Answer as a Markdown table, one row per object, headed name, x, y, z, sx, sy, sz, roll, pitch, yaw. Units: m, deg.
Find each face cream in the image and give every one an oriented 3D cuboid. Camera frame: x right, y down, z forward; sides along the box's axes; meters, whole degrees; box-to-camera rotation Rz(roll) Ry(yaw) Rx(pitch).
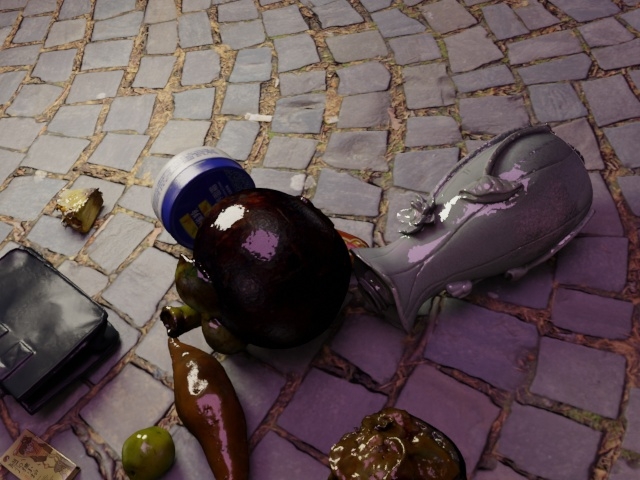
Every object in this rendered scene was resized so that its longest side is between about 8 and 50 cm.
| name | x | y | z | sx | sy | sz | roll | pitch | yaw |
| --- | --- | --- | --- | --- | --- | --- | --- | --- | --- |
| face cream | -0.246 | -0.090 | 1.396 | 0.206 | 0.206 | 0.111 | -36 | 49 | -15 |

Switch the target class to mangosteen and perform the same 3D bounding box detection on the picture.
| name | x | y | z | sx | sy | sz | roll | pitch | yaw |
| --- | --- | --- | --- | --- | --- | --- | --- | --- | --- |
| mangosteen | -0.099 | 0.061 | 1.197 | 0.330 | 0.330 | 0.330 | -6 | 52 | 8 |

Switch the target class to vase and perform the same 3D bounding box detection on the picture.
| name | x | y | z | sx | sy | sz | roll | pitch | yaw |
| --- | --- | --- | --- | --- | --- | --- | --- | --- | --- |
| vase | 0.269 | -0.014 | 1.224 | 0.445 | 0.250 | 0.250 | -33 | 54 | -9 |

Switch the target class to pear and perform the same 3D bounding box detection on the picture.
| name | x | y | z | sx | sy | sz | roll | pitch | yaw |
| --- | --- | --- | --- | --- | --- | --- | --- | --- | --- |
| pear | -0.295 | 0.366 | 1.138 | 0.092 | 0.092 | 0.097 | -2 | 53 | 11 |

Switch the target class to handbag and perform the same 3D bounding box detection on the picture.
| name | x | y | z | sx | sy | sz | roll | pitch | yaw |
| --- | --- | --- | --- | --- | --- | --- | --- | --- | --- |
| handbag | -0.591 | 0.184 | 1.320 | 0.325 | 0.118 | 0.269 | 30 | 58 | 30 |

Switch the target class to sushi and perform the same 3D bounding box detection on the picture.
| name | x | y | z | sx | sy | sz | roll | pitch | yaw |
| --- | --- | --- | --- | --- | --- | --- | --- | --- | --- |
| sushi | 0.110 | 0.356 | 0.985 | 0.200 | 0.204 | 0.213 | 2 | 48 | 19 |

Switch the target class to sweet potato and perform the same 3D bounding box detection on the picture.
| name | x | y | z | sx | sy | sz | roll | pitch | yaw |
| --- | --- | --- | --- | --- | --- | --- | --- | --- | --- |
| sweet potato | -0.195 | 0.287 | 1.164 | 0.112 | 0.112 | 0.359 | -30 | 50 | -11 |

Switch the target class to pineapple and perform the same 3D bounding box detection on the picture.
| name | x | y | z | sx | sy | sz | roll | pitch | yaw |
| --- | --- | --- | --- | --- | --- | --- | --- | --- | --- |
| pineapple | -0.558 | -0.085 | 1.545 | 0.116 | 0.069 | 0.137 | -32 | 52 | -11 |

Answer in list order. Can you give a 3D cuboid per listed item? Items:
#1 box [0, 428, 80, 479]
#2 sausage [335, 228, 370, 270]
| name | x | y | z | sx | sy | sz | roll | pitch | yaw |
| --- | --- | --- | --- | --- | --- | --- | --- | --- | --- |
| box | -0.505 | 0.401 | 1.197 | 0.149 | 0.020 | 0.073 | 22 | 61 | 26 |
| sausage | 0.000 | 0.000 | 1.360 | 0.264 | 0.083 | 0.083 | 20 | 60 | 24 |
